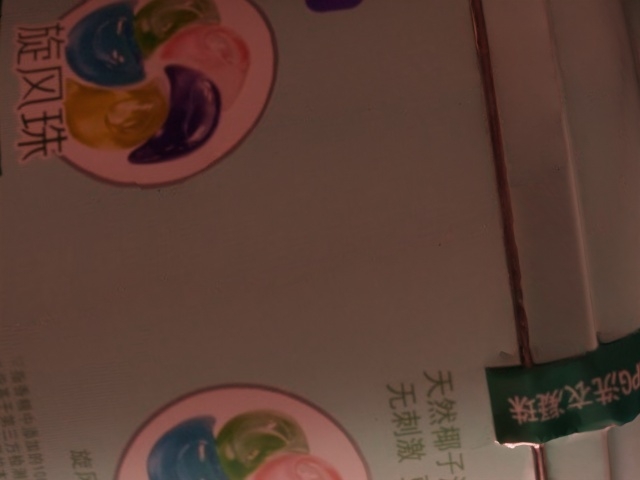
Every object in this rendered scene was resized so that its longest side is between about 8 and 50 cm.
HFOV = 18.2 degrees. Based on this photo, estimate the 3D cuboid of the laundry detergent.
[{"bbox_3d":[-0.007,0.005,0.789,0.305,0.287,0.287,-8,165,4],"label":"laundry detergent"}]
